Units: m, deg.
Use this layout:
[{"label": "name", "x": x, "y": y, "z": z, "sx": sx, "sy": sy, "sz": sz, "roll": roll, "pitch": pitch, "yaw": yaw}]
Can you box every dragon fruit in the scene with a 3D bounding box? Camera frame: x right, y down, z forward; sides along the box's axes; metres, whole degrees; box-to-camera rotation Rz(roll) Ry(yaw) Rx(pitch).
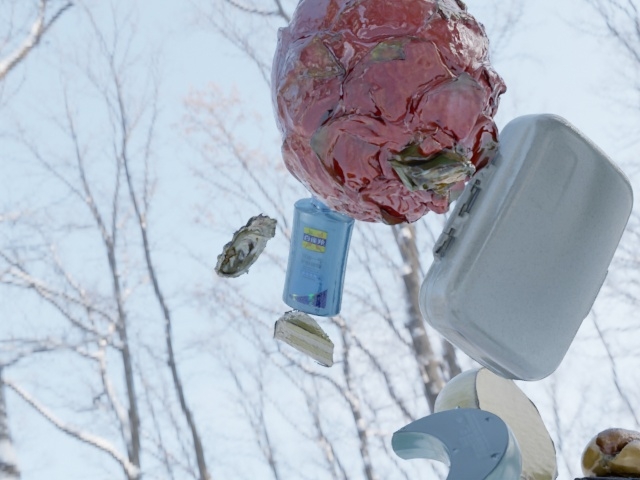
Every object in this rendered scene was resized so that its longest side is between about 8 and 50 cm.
[{"label": "dragon fruit", "x": 0.072, "y": -0.175, "z": 1.242, "sx": 0.277, "sy": 0.343, "sz": 0.277, "roll": -12, "pitch": -36, "yaw": -9}]

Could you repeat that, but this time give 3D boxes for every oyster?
[{"label": "oyster", "x": -0.155, "y": 0.013, "z": 2.098, "sx": 0.105, "sy": 0.056, "sz": 0.177, "roll": -17, "pitch": -34, "yaw": -42}]

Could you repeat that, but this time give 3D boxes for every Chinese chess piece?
[{"label": "Chinese chess piece", "x": 0.315, "y": 0.351, "z": 1.909, "sx": 0.104, "sy": 0.257, "sz": 0.257, "roll": -35, "pitch": -40, "yaw": 26}]

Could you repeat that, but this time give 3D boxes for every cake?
[{"label": "cake", "x": -0.013, "y": 0.162, "z": 1.767, "sx": 0.065, "sy": 0.121, "sz": 0.052, "roll": -14, "pitch": -56, "yaw": -51}]

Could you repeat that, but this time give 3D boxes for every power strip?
[{"label": "power strip", "x": 0.152, "y": 0.242, "z": 1.187, "sx": 0.137, "sy": 0.216, "sz": 0.044, "roll": -24, "pitch": -72, "yaw": 4}]

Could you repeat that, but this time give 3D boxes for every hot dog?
[{"label": "hot dog", "x": 0.553, "y": 0.401, "z": 1.928, "sx": 0.194, "sy": 0.107, "sz": 0.326, "roll": -3, "pitch": -16, "yaw": 19}]

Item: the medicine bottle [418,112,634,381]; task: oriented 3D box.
[{"label": "medicine bottle", "x": 0.316, "y": 0.010, "z": 1.597, "sx": 0.282, "sy": 0.375, "sz": 0.123, "roll": 37, "pitch": -17, "yaw": -27}]

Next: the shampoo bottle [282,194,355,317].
[{"label": "shampoo bottle", "x": 0.000, "y": 0.000, "z": 1.709, "sx": 0.103, "sy": 0.061, "sz": 0.259, "roll": 16, "pitch": -58, "yaw": 13}]
